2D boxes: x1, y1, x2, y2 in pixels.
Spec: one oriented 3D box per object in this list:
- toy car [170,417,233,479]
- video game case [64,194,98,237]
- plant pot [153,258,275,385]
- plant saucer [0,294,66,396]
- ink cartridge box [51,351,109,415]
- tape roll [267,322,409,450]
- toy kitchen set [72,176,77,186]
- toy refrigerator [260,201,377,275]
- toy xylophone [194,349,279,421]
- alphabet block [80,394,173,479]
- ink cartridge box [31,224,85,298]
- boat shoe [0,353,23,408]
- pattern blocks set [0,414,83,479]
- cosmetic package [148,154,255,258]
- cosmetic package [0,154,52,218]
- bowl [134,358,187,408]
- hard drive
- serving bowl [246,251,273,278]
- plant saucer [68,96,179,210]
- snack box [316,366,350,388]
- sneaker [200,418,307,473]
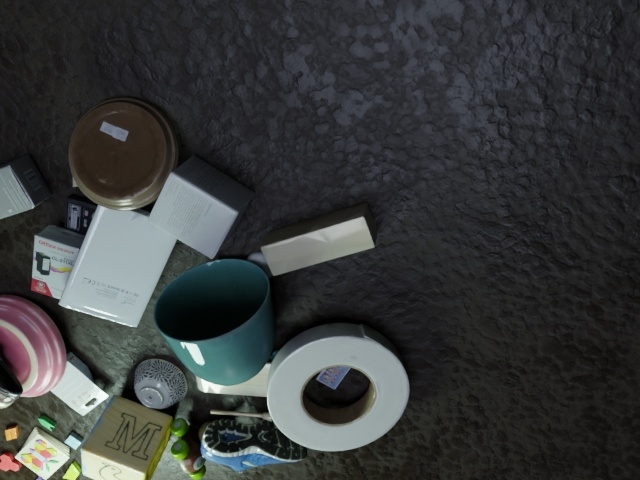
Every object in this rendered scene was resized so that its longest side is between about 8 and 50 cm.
[{"bbox_3d":[-0.336,0.608,1.737,0.188,0.149,0.155,-20,129,0],"label":"toy car"},{"bbox_3d":[-0.580,0.035,1.570,0.248,0.035,0.275,16,115,2],"label":"video game case"},{"bbox_3d":[-0.248,0.229,1.473,0.292,0.293,0.235,-4,128,11],"label":"plant pot"},{"bbox_3d":[-0.923,0.328,1.708,0.331,0.084,0.333,5,108,14],"label":"plant saucer"},{"bbox_3d":[-0.759,0.448,1.786,0.145,0.045,0.179,-37,108,22],"label":"ink cartridge box"},{"bbox_3d":[0.047,0.403,1.564,0.391,0.072,0.392,-2,113,-4],"label":"tape roll"},{"bbox_3d":[-0.580,-0.157,1.464,0.075,0.068,0.083,14,116,3],"label":"toy kitchen set"},{"bbox_3d":[0.000,0.000,1.418,0.269,0.102,0.094,-17,110,16],"label":"toy refrigerator"},{"bbox_3d":[-0.227,0.395,1.644,0.322,0.081,0.236,9,115,5],"label":"toy xylophone"},{"bbox_3d":[-0.578,0.615,1.722,0.197,0.193,0.192,21,134,0],"label":"alphabet block"},{"bbox_3d":[-0.697,0.063,1.541,0.127,0.072,0.175,17,115,2],"label":"ink cartridge box"},{"bbox_3d":[-0.954,0.346,1.627,0.092,0.103,0.285,-31,101,16],"label":"boat shoe"},{"bbox_3d":[-0.947,0.727,1.948,0.285,0.026,0.325,29,115,-4],"label":"pattern blocks set"},{"bbox_3d":[-0.287,-0.084,1.401,0.183,0.151,0.151,32,115,-4],"label":"cosmetic package"},{"bbox_3d":[-0.851,-0.125,1.507,0.237,0.107,0.127,-18,113,13],"label":"cosmetic package"},{"bbox_3d":[-0.492,0.447,1.715,0.170,0.080,0.170,4,115,8],"label":"bowl"},{"bbox_3d":[-0.523,0.062,1.497,0.210,0.040,0.319,22,108,-22],"label":"hard drive"},{"bbox_3d":[-0.161,0.072,1.518,0.083,0.027,0.083,4,115,9],"label":"serving bowl"},{"bbox_3d":[-0.480,-0.211,1.377,0.277,0.041,0.278,0,89,6],"label":"plant saucer"},{"bbox_3d":[0.056,0.339,1.604,0.064,0.022,0.178,29,115,-5],"label":"snack box"},{"bbox_3d":[-0.197,0.606,1.694,0.329,0.130,0.147,13,136,-20],"label":"sneaker"}]
